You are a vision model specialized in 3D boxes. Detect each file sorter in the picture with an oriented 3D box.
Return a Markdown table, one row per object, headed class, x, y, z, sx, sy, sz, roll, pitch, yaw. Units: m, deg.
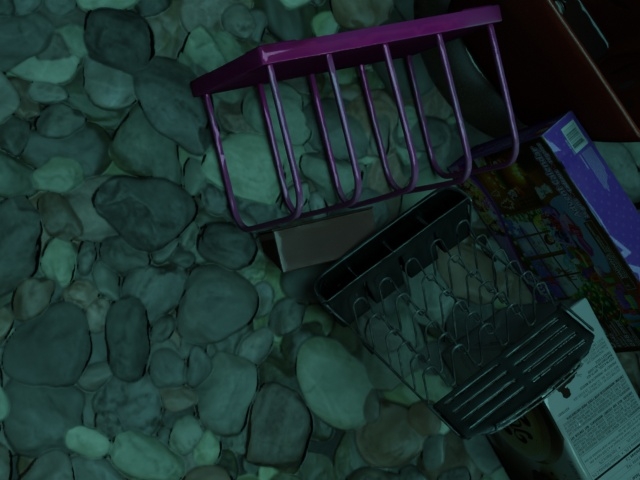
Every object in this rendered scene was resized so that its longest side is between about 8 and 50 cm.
| class | x | y | z | sx | sy | sz | roll | pitch | yaw |
| --- | --- | --- | --- | --- | --- | --- | --- | --- | --- |
| file sorter | 0.043 | -0.129 | 1.392 | 0.291 | 0.202 | 0.182 | -14 | 92 | -25 |

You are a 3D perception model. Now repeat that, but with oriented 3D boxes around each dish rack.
| class | x | y | z | sx | sy | sz | roll | pitch | yaw |
| --- | --- | --- | --- | --- | --- | --- | --- | --- | --- |
| dish rack | 0.147 | 0.080 | 1.365 | 0.208 | 0.271 | 0.074 | -37 | 138 | -11 |

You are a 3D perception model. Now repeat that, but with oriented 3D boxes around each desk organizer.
| class | x | y | z | sx | sy | sz | roll | pitch | yaw |
| --- | --- | --- | --- | --- | --- | --- | --- | --- | --- |
| desk organizer | 0.000 | 0.000 | 1.438 | 0.130 | 0.047 | 0.050 | -13 | 91 | -25 |

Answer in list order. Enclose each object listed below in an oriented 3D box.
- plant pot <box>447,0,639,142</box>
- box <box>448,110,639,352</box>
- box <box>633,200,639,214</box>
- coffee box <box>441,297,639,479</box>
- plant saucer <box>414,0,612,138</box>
| class | x | y | z | sx | sy | sz | roll | pitch | yaw |
| --- | --- | --- | --- | --- | --- | --- | --- | --- | --- |
| plant pot | 0.305 | -0.271 | 1.455 | 0.267 | 0.236 | 0.267 | -41 | 101 | -23 |
| box | 0.296 | 0.002 | 1.487 | 0.057 | 0.201 | 0.293 | -39 | 99 | -24 |
| box | 0.528 | 0.032 | 1.668 | 0.183 | 0.056 | 0.231 | -19 | 92 | -27 |
| coffee box | 0.290 | 0.225 | 1.474 | 0.119 | 0.168 | 0.297 | -32 | 98 | -24 |
| plant saucer | 0.265 | -0.274 | 1.594 | 0.311 | 0.050 | 0.310 | 3 | 83 | -24 |
